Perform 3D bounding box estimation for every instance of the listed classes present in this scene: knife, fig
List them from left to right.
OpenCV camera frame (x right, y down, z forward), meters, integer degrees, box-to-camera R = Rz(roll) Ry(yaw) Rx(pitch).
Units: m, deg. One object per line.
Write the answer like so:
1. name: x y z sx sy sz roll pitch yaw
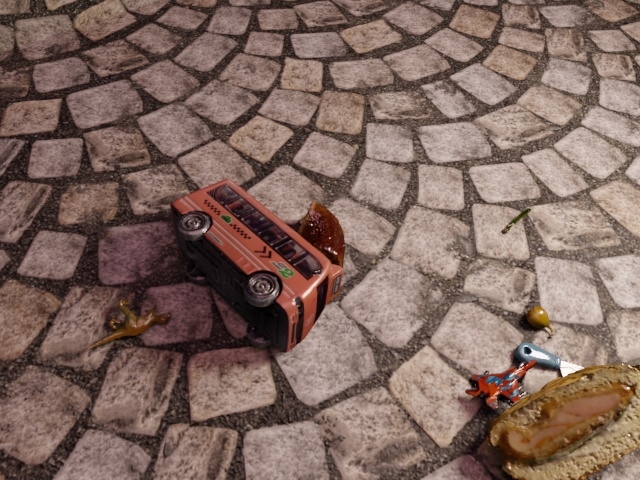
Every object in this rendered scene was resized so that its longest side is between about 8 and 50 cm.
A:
1. fig: 0.542 0.201 1.270 0.050 0.050 0.083 -37 83 -27
2. knife: 0.575 0.302 1.209 0.244 0.032 0.058 21 53 7

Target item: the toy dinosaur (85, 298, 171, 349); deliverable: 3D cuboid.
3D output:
1. toy dinosaur: -0.438 0.208 1.199 0.126 0.039 0.162 21 56 10

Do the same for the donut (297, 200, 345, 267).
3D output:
1. donut: 0.005 -0.007 1.343 0.144 0.126 0.186 15 53 -1

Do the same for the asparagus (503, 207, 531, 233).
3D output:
1. asparagus: 0.559 -0.057 1.478 0.127 0.015 0.018 -35 61 -26

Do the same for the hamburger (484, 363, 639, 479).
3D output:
1. hamburger: 0.517 0.364 1.055 0.330 0.209 0.162 -38 68 14

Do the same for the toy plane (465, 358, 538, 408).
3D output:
1. toy plane: 0.420 0.314 1.157 0.189 0.061 0.130 -14 15 -27

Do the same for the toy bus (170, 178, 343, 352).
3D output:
1. toy bus: -0.161 0.050 1.238 0.427 0.203 0.233 39 55 25
